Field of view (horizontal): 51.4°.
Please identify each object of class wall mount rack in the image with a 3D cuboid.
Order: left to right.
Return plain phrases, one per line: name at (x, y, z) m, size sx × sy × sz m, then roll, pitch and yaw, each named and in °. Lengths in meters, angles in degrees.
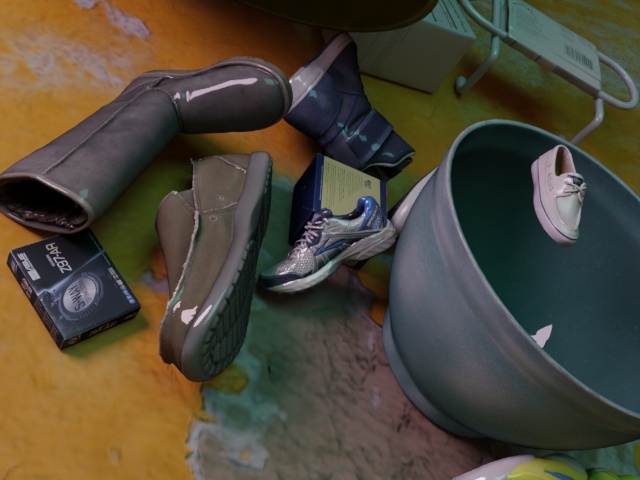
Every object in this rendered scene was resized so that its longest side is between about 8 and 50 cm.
wall mount rack at (0.337, -0.311, 1.085) m, size 0.349 × 0.130 × 0.304 m, roll 26°, pitch 50°, yaw -15°

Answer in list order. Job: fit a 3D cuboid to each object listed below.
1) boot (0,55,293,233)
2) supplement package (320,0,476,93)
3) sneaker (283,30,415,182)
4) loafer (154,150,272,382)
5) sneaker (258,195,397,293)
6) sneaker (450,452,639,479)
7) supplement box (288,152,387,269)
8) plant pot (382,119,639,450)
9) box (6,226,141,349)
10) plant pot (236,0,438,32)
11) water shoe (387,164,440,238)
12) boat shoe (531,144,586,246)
boot at (-0.142, -0.085, 0.559) m, size 0.208 × 0.189 × 0.076 m, roll -56°, pitch 138°, yaw -54°
supplement package at (0.103, -0.294, 0.920) m, size 0.179 × 0.105 × 0.105 m, roll 9°, pitch 49°, yaw -30°
sneaker at (0.039, -0.148, 0.776) m, size 0.163 × 0.086 × 0.226 m, roll 42°, pitch 34°, yaw -11°
loafer at (-0.097, 0.011, 0.557) m, size 0.087 × 0.095 × 0.251 m, roll 7°, pitch 38°, yaw 1°
sneaker at (0.000, 0.000, 0.608) m, size 0.135 × 0.052 × 0.058 m, roll -27°, pitch 111°, yaw -11°
sneaker at (0.215, 0.255, 0.555) m, size 0.240 × 0.091 × 0.126 m, roll 14°, pitch 49°, yaw -26°
supplement box at (0.019, -0.029, 0.678) m, size 0.083 × 0.056 × 0.083 m, roll 21°, pitch 47°, yaw -19°
plant pot at (0.177, 0.064, 0.608) m, size 0.292 × 0.196 × 0.293 m, roll 19°, pitch 47°, yaw -22°
box at (-0.189, 0.034, 0.511) m, size 0.067 × 0.018 × 0.083 m, roll -23°, pitch 71°, yaw -44°
plant pot at (0.002, -0.465, 0.685) m, size 0.366 × 0.366 × 0.353 m, roll 20°, pitch 86°, yaw -20°
water shoe at (0.145, -0.041, 0.764) m, size 0.080 × 0.073 × 0.203 m, roll 47°, pitch 44°, yaw 5°
boat shoe at (0.196, -0.040, 0.537) m, size 0.035 × 0.035 × 0.100 m, roll 26°, pitch 44°, yaw -15°
